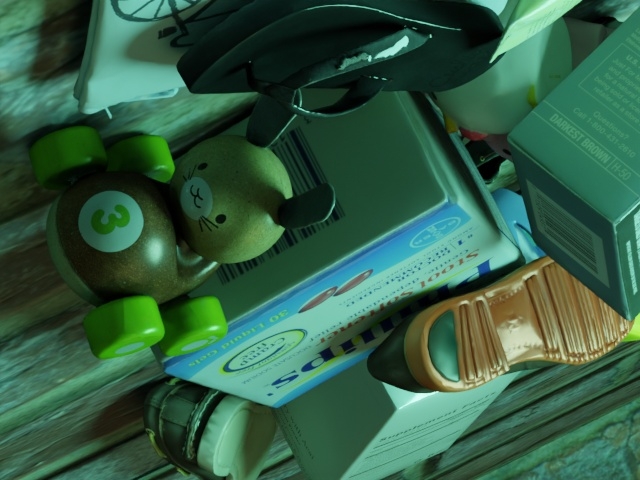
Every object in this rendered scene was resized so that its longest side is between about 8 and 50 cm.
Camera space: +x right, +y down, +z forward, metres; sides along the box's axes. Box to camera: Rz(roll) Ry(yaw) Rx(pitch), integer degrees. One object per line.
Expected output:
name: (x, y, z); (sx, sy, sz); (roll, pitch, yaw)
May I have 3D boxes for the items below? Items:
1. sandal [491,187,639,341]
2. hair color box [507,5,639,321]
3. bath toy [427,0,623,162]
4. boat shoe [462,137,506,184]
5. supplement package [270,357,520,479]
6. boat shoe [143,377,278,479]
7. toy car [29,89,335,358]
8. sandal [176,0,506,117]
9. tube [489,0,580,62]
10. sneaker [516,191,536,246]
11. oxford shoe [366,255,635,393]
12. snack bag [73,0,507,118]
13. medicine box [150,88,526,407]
sandal: (0.164, 0.015, 1.678); (0.317, 0.138, 0.126); (9, 168, -23)
hair color box: (0.318, -0.131, 1.351); (0.374, 0.113, 0.185); (-44, 154, -9)
bath toy: (0.185, -0.117, 1.442); (0.129, 0.151, 0.348); (4, 179, 31)
boat shoe: (0.140, -0.068, 1.639); (0.049, 0.042, 0.133); (-17, 161, -39)
supplement package: (0.068, 0.124, 1.845); (0.175, 0.177, 0.293); (-20, 161, -24)
boat shoe: (-0.119, 0.215, 1.968); (0.324, 0.097, 0.116); (60, 52, -76)
toy car: (-0.078, -0.025, 1.205); (0.188, 0.155, 0.149); (-27, 165, 28)
sandal: (0.028, -0.116, 1.137); (0.254, 0.054, 0.097); (-6, 154, -37)
tube: (0.196, -0.211, 1.154); (0.240, 0.062, 0.070); (-47, 135, -6)
sneaker: (0.231, 0.032, 1.940); (0.107, 0.110, 0.275); (-32, 163, 13)
oxford shoe: (0.157, 0.070, 1.513); (0.271, 0.097, 0.098); (-9, 175, -37)
snack bag: (0.019, -0.200, 1.051); (0.323, 0.037, 0.342); (-15, 158, -19)
medicine box: (0.000, 0.000, 1.446); (0.263, 0.149, 0.289); (-30, 162, 10)
